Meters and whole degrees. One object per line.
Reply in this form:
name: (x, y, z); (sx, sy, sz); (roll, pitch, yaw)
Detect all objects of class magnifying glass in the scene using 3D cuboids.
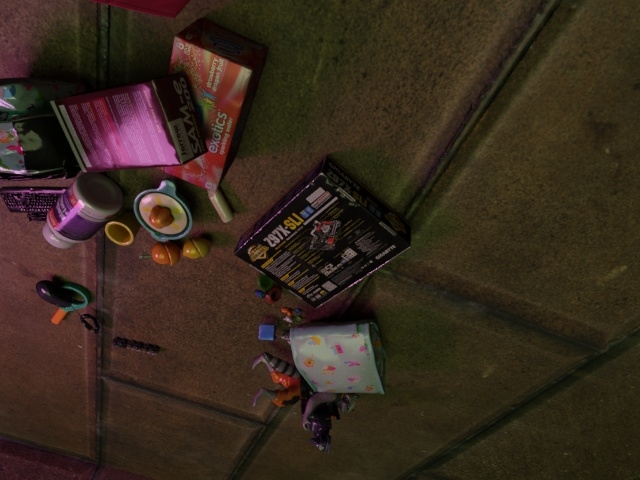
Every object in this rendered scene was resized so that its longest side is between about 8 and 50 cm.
magnifying glass: (-0.779, 0.199, 1.322); (0.092, 0.026, 0.231); (36, 128, -21)

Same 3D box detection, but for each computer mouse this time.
computer mouse: (-0.752, 0.208, 1.284); (0.071, 0.041, 0.242); (-16, 126, 21)

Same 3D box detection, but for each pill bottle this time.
pill bottle: (-0.551, -0.061, 0.985); (0.194, 0.108, 0.108); (-33, 118, 27)

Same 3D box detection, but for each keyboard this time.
keyboard: (-0.687, -0.080, 1.050); (0.192, 0.038, 0.100); (1, 131, 10)

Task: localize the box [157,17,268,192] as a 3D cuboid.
box: (-0.199, -0.231, 0.765); (0.128, 0.122, 0.256); (22, 129, -9)

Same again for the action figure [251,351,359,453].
action figure: (-0.035, 0.463, 1.289); (0.331, 0.341, 0.178); (17, 93, -14)

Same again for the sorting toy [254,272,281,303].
sorting toy: (-0.145, 0.123, 1.127); (0.042, 0.061, 0.101); (13, 135, 48)

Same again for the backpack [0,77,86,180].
backpack: (-0.552, -0.200, 0.799); (0.254, 0.225, 0.190); (-4, 108, 17)

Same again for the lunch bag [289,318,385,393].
lunch bag: (0.054, 0.300, 1.169); (0.224, 0.160, 0.262); (-6, 135, 16)

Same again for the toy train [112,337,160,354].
toy train: (-0.610, 0.354, 1.424); (0.159, 0.027, 0.036); (12, 135, 0)

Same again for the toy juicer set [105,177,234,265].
toy juicer set: (-0.325, -0.038, 0.979); (0.329, 0.089, 0.209); (-32, 115, 28)

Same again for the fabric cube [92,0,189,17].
fabric cube: (-0.221, -0.442, 0.450); (0.258, 0.259, 0.254); (-25, 96, 29)

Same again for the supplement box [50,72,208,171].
supplement box: (-0.315, -0.189, 0.708); (0.240, 0.073, 0.130); (3, 120, 27)

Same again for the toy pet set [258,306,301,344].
toy pet set: (-0.113, 0.252, 1.218); (0.114, 0.065, 0.122); (4, 131, 7)

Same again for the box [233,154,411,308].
box: (0.000, 0.000, 0.968); (0.257, 0.079, 0.322); (37, 127, -19)
